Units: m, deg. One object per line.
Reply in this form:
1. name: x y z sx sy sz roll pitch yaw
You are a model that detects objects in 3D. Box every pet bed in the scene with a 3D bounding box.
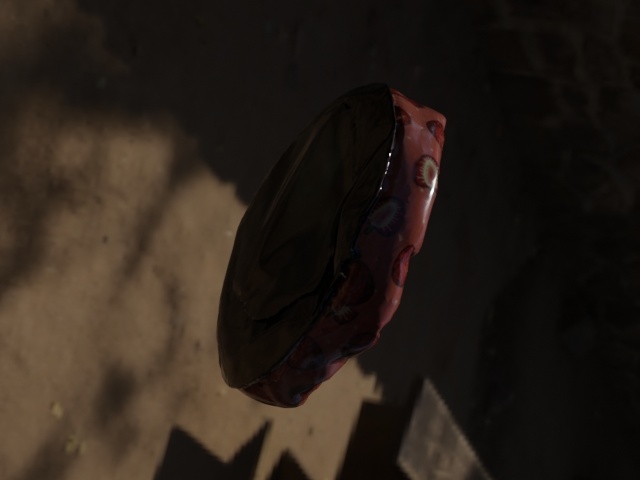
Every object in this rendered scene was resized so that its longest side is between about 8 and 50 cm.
1. pet bed: 0.000 0.000 0.806 0.201 0.053 0.201 -53 -160 29
